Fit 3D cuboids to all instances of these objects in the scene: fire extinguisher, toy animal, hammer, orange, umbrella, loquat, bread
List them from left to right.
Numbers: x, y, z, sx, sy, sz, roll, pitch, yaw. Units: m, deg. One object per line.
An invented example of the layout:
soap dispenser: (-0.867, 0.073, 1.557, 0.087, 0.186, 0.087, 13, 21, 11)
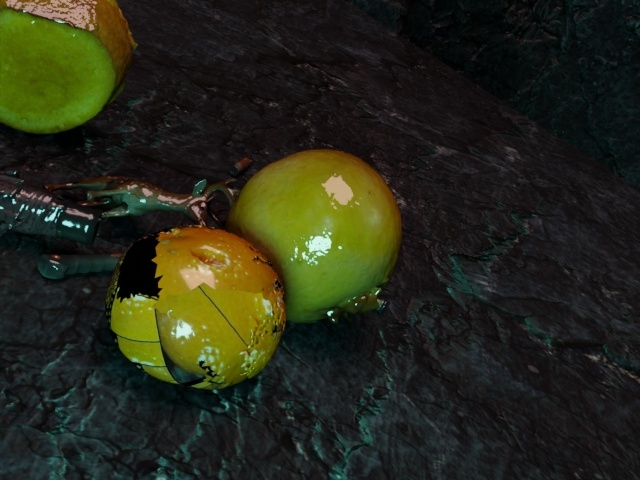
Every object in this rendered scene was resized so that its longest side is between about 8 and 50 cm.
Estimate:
umbrella: (-0.466, -0.062, 1.338, 0.326, 0.090, 0.094, 16, 26, -6)
bread: (-0.482, -0.323, 1.635, 0.312, 0.312, 0.172, 16, 37, -14)
hammer: (-0.273, 0.029, 1.389, 0.288, 0.033, 0.111, -4, 37, -44)
toy animal: (-0.272, -0.070, 1.479, 0.260, 0.087, 0.243, -11, 28, -41)
orange: (-0.159, 0.084, 1.215, 0.234, 0.182, 0.234, 19, 38, -15)
fire extinguisher: (-0.156, -0.146, 1.848, 0.028, 0.022, 0.083, -3, 18, 19)
loquat: (0.000, 0.000, 1.406, 0.275, 0.275, 0.275, 18, 25, -9)

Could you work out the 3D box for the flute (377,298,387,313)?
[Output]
flute: (0.005, 0.056, 1.572, 0.233, 0.027, 0.027, 28, 25, 12)
